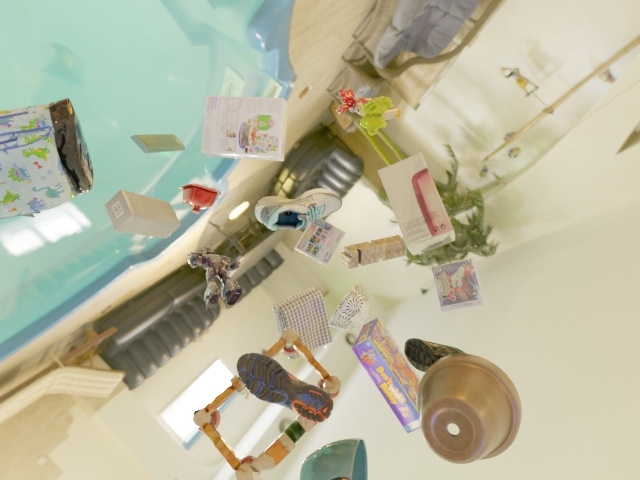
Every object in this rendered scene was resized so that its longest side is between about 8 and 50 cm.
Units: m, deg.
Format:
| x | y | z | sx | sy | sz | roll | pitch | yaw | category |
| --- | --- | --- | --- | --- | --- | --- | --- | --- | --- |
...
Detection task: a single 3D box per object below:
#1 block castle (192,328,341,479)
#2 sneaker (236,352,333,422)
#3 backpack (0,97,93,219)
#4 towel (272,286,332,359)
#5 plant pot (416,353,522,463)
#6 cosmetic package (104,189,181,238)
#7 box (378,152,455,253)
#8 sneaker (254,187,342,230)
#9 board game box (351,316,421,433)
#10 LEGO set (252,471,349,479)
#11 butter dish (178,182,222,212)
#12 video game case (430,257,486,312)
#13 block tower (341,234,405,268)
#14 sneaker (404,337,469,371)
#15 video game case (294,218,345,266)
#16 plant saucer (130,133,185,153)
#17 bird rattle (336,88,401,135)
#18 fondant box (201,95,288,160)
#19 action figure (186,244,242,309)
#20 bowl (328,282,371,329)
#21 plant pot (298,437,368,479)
| x | y | z | sx | sy | sz | roll | pitch | yaw | category |
| --- | --- | --- | --- | --- | --- | --- | --- | --- | --- |
| -0.167 | 0.549 | 1.391 | 0.453 | 0.303 | 0.212 | -40 | 164 | -21 | block castle |
| -0.082 | 0.312 | 0.870 | 0.083 | 0.221 | 0.087 | -57 | -176 | -22 | sneaker |
| -0.813 | -0.195 | 1.073 | 0.356 | 0.273 | 0.290 | -5 | 143 | -20 | backpack |
| -0.075 | 0.382 | 1.885 | 0.235 | 0.283 | 0.121 | -22 | -162 | -32 | towel |
| 0.349 | 0.428 | 1.020 | 0.263 | 0.263 | 0.229 | -45 | 157 | 17 | plant pot |
| -0.655 | -0.093 | 1.538 | 0.107 | 0.127 | 0.238 | -38 | 158 | 13 | cosmetic package |
| 0.265 | -0.094 | 1.130 | 0.127 | 0.232 | 0.149 | -21 | 163 | 15 | box |
| -0.052 | -0.080 | 1.280 | 0.283 | 0.122 | 0.110 | -13 | 127 | -21 | sneaker |
| 0.261 | 0.476 | 1.501 | 0.078 | 0.347 | 0.233 | -34 | 179 | 18 | board game box |
| 0.002 | 0.413 | 0.666 | 0.183 | 0.060 | 0.244 | -10 | 139 | 3 | LEGO set |
| -0.544 | -0.180 | 1.835 | 0.160 | 0.160 | 0.118 | -1 | -102 | 50 | butter dish |
| 0.583 | 0.192 | 1.755 | 0.184 | 0.201 | 0.023 | -15 | 170 | 21 | video game case |
| 0.274 | 0.055 | 2.075 | 0.336 | 0.090 | 0.097 | -13 | -155 | -21 | block tower |
| 0.391 | 0.385 | 1.336 | 0.106 | 0.100 | 0.268 | 8 | -178 | -39 | sneaker |
| 0.000 | 0.000 | 1.593 | 0.157 | 0.143 | 0.019 | -60 | 178 | -16 | video game case |
| -0.489 | -0.300 | 1.260 | 0.018 | 0.067 | 0.192 | -44 | 178 | 23 | plant saucer |
| 0.189 | -0.502 | 1.591 | 0.207 | 0.253 | 0.142 | -12 | 122 | -29 | bird rattle |
| -0.308 | -0.459 | 1.694 | 0.096 | 0.331 | 0.237 | 16 | 79 | -81 | fondant box |
| -0.359 | 0.107 | 1.426 | 0.186 | 0.285 | 0.099 | 1 | 127 | -29 | action figure |
| 0.107 | 0.226 | 1.310 | 0.170 | 0.080 | 0.170 | -48 | 161 | -23 | bowl |
| 0.038 | 0.819 | 1.395 | 0.196 | 0.289 | 0.290 | -2 | -169 | 17 | plant pot |
